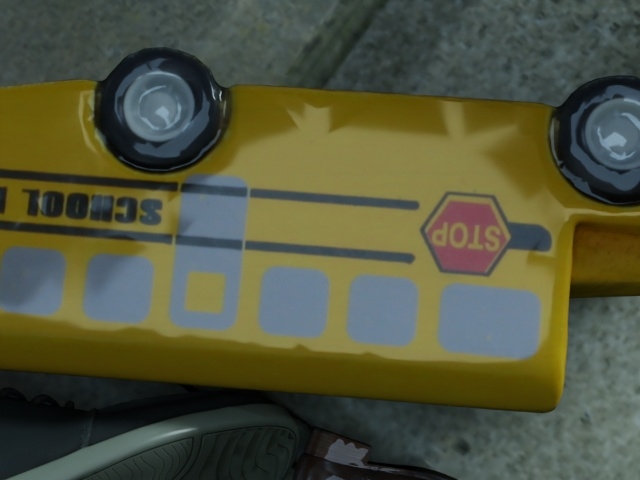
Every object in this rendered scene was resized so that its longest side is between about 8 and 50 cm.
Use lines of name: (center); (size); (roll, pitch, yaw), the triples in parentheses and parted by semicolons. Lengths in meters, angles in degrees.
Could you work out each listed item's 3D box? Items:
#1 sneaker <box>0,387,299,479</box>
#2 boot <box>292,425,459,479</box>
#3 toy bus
sneaker: (-0.124, 0.085, 0.441); (0.222, 0.083, 0.118); (-11, 38, -31)
boot: (0.023, 0.152, 0.460); (0.106, 0.037, 0.114); (19, 82, 13)
toy bus: (0.000, 0.000, 0.446); (0.333, 0.108, 0.130); (4, 82, 3)
